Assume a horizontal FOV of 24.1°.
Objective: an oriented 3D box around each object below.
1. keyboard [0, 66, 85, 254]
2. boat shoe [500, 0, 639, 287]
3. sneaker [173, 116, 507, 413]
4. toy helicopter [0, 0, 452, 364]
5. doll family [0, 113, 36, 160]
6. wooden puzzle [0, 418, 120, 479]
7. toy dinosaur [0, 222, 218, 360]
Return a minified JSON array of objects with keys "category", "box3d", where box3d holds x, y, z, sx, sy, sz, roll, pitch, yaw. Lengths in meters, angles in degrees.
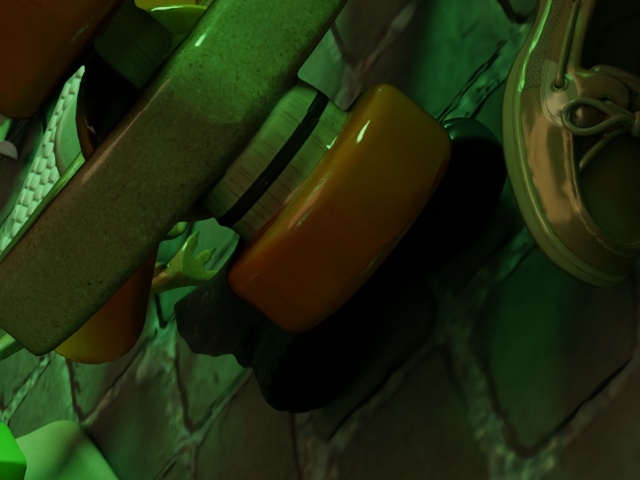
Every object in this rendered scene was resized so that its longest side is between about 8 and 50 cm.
[{"category":"keyboard","box3d":[-0.140,-0.103,0.935,0.072,0.014,0.256,16,84,60]},{"category":"boat shoe","box3d":[0.097,-0.059,0.481,0.048,0.056,0.153,-32,36,51]},{"category":"sneaker","box3d":[0.002,0.001,0.594,0.170,0.051,0.089,-54,35,26]},{"category":"toy helicopter","box3d":[-0.024,-0.092,0.596,0.235,0.140,0.355,-42,14,51]},{"category":"doll family","box3d":[-0.259,-0.159,1.060,0.263,0.118,0.163,16,84,60]},{"category":"wooden puzzle","box3d":[-0.223,0.121,0.582,0.322,0.348,0.080,36,119,60]},{"category":"toy dinosaur","box3d":[-0.106,0.015,0.728,0.112,0.064,0.211,-23,20,41]}]
